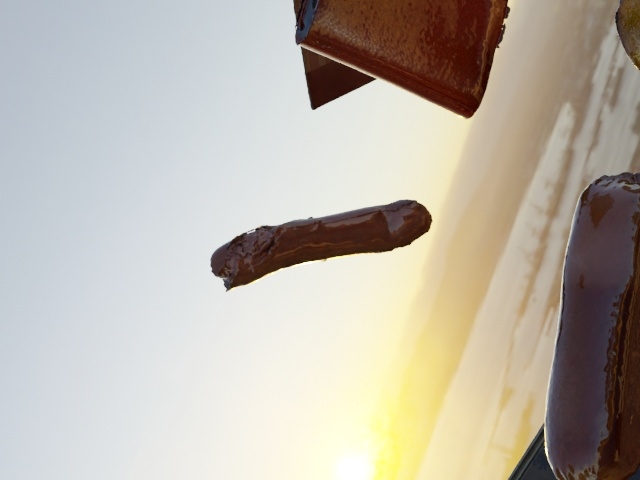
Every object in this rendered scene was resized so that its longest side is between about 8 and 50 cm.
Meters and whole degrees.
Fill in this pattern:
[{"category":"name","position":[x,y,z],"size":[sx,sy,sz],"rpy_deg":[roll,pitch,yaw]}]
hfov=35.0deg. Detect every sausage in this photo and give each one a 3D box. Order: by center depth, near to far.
[{"category":"sausage","position":[0.265,0.080,0.939],"size":[0.089,0.083,0.300],"rpy_deg":[-9,63,53]},{"category":"sausage","position":[0.000,0.001,1.360],"size":[0.078,0.304,0.078],"rpy_deg":[167,90,-82]}]

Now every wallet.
[{"category":"wallet","position":[0.083,-0.218,0.984],"size":[0.045,0.204,0.142],"rpy_deg":[2,75,63]}]

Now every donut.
[{"category":"donut","position":[0.451,-0.283,1.287],"size":[0.058,0.152,0.152],"rpy_deg":[-7,61,67]}]

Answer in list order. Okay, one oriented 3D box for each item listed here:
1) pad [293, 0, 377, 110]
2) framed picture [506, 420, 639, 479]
[{"category":"pad","position":[0.085,-0.315,1.331],"size":[0.300,0.005,0.202],"rpy_deg":[-29,-55,-31]},{"category":"framed picture","position":[0.314,0.243,1.048],"size":[0.197,0.252,0.014],"rpy_deg":[-51,-55,-20]}]
